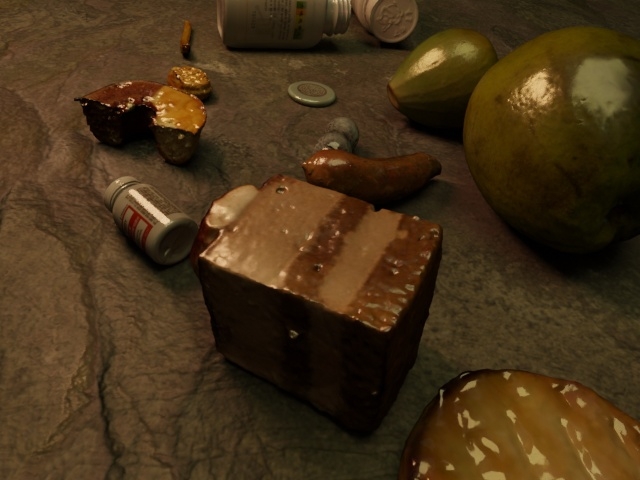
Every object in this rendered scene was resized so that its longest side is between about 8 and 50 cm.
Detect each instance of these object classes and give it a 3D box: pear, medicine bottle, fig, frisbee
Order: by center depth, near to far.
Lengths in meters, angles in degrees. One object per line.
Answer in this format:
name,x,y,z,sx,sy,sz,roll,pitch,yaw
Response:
medicine bottle,-0.246,-0.032,0.772,0.140,0.079,0.079,37,47,27
pear,0.422,-0.177,0.899,0.351,0.352,0.414,2,51,-10
fig,0.266,-0.336,1.151,0.229,0.207,0.207,-13,33,26
frisbee,-0.019,-0.332,1.209,0.110,0.014,0.110,6,41,-5
medicine bottle,-0.090,-0.576,1.346,0.323,0.179,0.124,-5,43,-16
medicine bottle,0.175,-0.684,1.534,0.170,0.170,0.293,1,43,-11

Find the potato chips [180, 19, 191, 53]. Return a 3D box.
potato chips,-0.329,-0.496,1.321,0.026,0.037,0.204,9,35,-17

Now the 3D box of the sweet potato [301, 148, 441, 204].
sweet potato,0.103,-0.107,0.930,0.291,0.098,0.097,-3,42,-28

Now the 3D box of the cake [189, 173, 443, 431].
cake,-0.022,0.060,0.635,0.292,0.199,0.196,20,47,17

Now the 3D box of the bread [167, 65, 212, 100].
bread,-0.274,-0.332,1.135,0.083,0.044,0.111,-14,44,-27

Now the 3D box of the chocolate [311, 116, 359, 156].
chocolate,0.029,-0.175,0.998,0.072,0.072,0.167,15,40,5

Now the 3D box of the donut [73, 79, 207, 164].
donut,-0.297,-0.212,0.963,0.217,0.085,0.141,20,41,10

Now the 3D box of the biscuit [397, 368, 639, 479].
biscuit,0.216,0.263,0.517,0.296,0.102,0.297,3,40,-3
